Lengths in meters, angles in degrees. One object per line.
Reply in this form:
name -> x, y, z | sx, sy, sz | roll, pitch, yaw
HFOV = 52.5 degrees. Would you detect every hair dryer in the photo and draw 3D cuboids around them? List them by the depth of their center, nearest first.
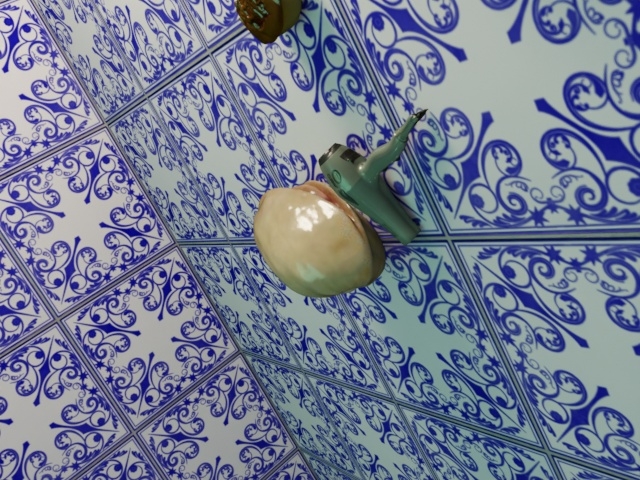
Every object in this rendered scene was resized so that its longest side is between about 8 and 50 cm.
hair dryer -> 0.136, -0.095, 1.151 | 0.267, 0.092, 0.229 | -12, 119, 51

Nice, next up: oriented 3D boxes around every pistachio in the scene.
pistachio -> 0.000, 0.000, 1.314 | 0.309, 0.229, 0.230 | 46, 154, 38

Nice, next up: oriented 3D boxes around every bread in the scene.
bread -> -0.091, -0.417, 1.115 | 0.125, 0.086, 0.156 | 37, 149, 29
